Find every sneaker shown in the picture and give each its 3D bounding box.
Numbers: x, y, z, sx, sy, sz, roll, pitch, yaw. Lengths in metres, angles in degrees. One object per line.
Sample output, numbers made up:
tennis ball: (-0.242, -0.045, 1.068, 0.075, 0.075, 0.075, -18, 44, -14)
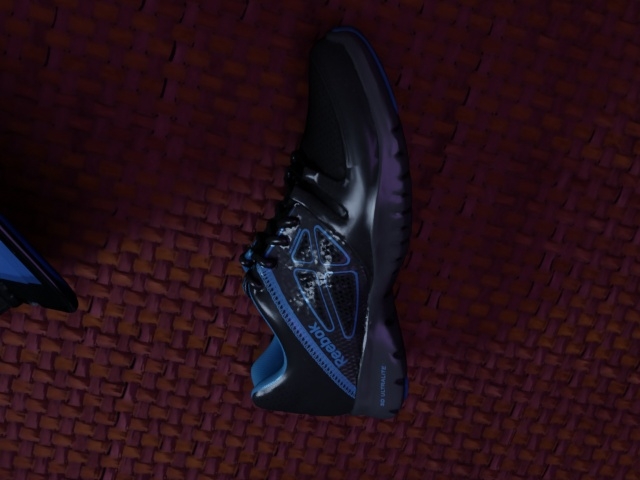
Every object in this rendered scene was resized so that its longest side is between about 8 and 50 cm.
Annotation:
sneaker: (0.000, 0.000, 0.712, 0.139, 0.125, 0.341, -3, 108, -2)

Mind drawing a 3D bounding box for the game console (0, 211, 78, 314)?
game console: (-0.353, -0.016, 0.626, 0.250, 0.173, 0.293, -36, 111, 5)
